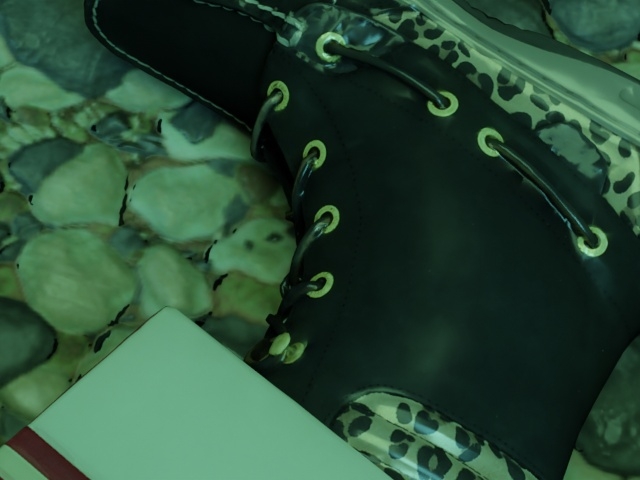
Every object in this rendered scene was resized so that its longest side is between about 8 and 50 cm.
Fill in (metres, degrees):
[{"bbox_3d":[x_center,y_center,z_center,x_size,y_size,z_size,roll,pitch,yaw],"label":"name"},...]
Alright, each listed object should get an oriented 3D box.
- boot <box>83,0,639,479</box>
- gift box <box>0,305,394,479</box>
[{"bbox_3d":[0.000,0.000,0.780,0.377,0.138,0.284,25,65,4],"label":"boot"},{"bbox_3d":[-0.057,0.236,0.592,0.258,0.255,0.276,35,61,17],"label":"gift box"}]
